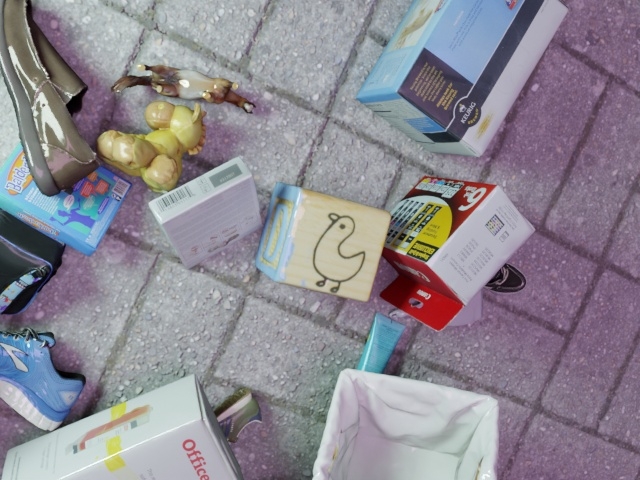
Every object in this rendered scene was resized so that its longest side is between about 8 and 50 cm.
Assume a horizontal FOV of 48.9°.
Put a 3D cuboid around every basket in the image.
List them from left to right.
[{"bbox_3d":[0.159,0.476,1.395,0.331,0.266,0.328,11,51,8],"label":"basket"}]

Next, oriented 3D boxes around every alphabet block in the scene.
[{"bbox_3d":[0.000,0.000,1.420,0.197,0.193,0.192,13,96,-19],"label":"alphabet block"}]

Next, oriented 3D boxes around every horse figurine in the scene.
[{"bbox_3d":[-0.251,-0.290,1.327,0.263,0.174,0.066,8,100,-6],"label":"horse figurine"}]

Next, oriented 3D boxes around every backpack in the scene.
[{"bbox_3d":[-0.570,0.045,1.283,0.158,0.117,0.173,32,119,-18],"label":"backpack"}]

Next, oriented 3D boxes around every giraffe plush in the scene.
[{"bbox_3d":[-0.288,-0.185,1.310,0.210,0.181,0.170,35,78,-43],"label":"giraffe plush"}]

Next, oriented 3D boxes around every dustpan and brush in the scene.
[{"bbox_3d":[0.261,0.147,1.596,0.211,0.060,0.147,-20,126,-14],"label":"dustpan and brush"}]

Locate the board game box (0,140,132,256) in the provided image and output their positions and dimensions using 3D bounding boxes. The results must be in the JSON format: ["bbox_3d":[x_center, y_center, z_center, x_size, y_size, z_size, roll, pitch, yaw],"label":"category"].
[{"bbox_3d":[-0.476,-0.091,1.290,0.210,0.047,0.160,33,56,-20],"label":"board game box"}]

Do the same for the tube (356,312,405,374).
[{"bbox_3d":[0.119,0.271,1.578,0.080,0.052,0.207,26,84,-24],"label":"tube"}]

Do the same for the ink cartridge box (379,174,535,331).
[{"bbox_3d":[0.228,0.013,1.432,0.272,0.309,0.130,-47,108,-7],"label":"ink cartridge box"}]

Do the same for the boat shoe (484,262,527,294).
[{"bbox_3d":[0.392,0.079,1.621,0.219,0.070,0.078,17,93,-19],"label":"boat shoe"}]

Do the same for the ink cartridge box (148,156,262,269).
[{"bbox_3d":[-0.212,-0.048,1.358,0.189,0.232,0.066,-30,74,-11],"label":"ink cartridge box"}]

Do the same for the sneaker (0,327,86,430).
[{"bbox_3d":[-0.580,0.205,1.312,0.147,0.129,0.330,-50,117,-14],"label":"sneaker"}]

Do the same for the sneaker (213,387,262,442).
[{"bbox_3d":[-0.208,0.399,1.479,0.192,0.064,0.086,-33,106,-11],"label":"sneaker"}]

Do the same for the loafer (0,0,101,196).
[{"bbox_3d":[-0.475,-0.262,1.237,0.130,0.134,0.366,-16,89,-15],"label":"loafer"}]

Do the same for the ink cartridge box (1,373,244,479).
[{"bbox_3d":[-0.357,0.466,1.341,0.384,0.160,0.279,-22,117,-6],"label":"ink cartridge box"}]

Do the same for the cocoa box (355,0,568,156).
[{"bbox_3d":[0.277,-0.376,1.430,0.228,0.231,0.347,32,88,-19],"label":"cocoa box"}]
